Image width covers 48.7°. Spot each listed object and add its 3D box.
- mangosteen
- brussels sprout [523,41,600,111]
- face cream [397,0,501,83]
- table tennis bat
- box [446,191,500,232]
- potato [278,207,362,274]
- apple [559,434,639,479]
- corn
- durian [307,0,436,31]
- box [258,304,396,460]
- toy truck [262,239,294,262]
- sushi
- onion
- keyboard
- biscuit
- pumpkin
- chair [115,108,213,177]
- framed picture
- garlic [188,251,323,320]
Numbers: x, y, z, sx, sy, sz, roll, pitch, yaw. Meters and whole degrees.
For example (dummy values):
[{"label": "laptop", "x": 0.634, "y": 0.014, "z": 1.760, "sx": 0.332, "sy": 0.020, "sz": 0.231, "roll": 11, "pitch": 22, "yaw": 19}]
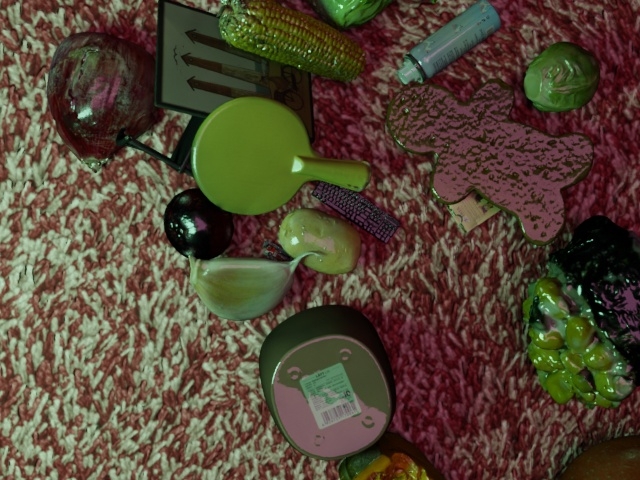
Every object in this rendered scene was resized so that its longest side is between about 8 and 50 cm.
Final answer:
[{"label": "mangosteen", "x": -0.239, "y": -0.036, "z": 1.433, "sx": 0.153, "sy": 0.152, "sz": 0.152, "roll": 0, "pitch": 93, "yaw": -3}, {"label": "brussels sprout", "x": 0.500, "y": -0.337, "z": 1.459, "sx": 0.155, "sy": 0.117, "sz": 0.155, "roll": 0, "pitch": 90, "yaw": -19}, {"label": "face cream", "x": 0.261, "y": -0.404, "z": 1.465, "sx": 0.229, "sy": 0.075, "sz": 0.075, "roll": -36, "pitch": 94, "yaw": -2}, {"label": "table tennis bat", "x": -0.067, "y": -0.152, "z": 1.358, "sx": 0.369, "sy": 0.054, "sz": 0.224, "roll": 6, "pitch": 105, "yaw": -25}, {"label": "box", "x": 0.348, "y": -0.084, "z": 1.511, "sx": 0.149, "sy": 0.020, "sz": 0.073, "roll": -33, "pitch": 94, "yaw": -1}, {"label": "potato", "x": 0.000, "y": 0.000, "z": 1.454, "sx": 0.178, "sy": 0.109, "sz": 0.118, "roll": 26, "pitch": 105, "yaw": -4}, {"label": "apple", "x": 0.652, "y": 0.564, "z": 1.427, "sx": 0.349, "sy": 0.277, "sz": 0.348, "roll": 0, "pitch": 95, "yaw": -5}, {"label": "corn", "x": -0.052, "y": -0.394, "z": 1.384, "sx": 0.318, "sy": 0.115, "sz": 0.115, "roll": 11, "pitch": 92, "yaw": -29}, {"label": "durian", "x": 0.070, "y": -0.555, "z": 1.389, "sx": 0.256, "sy": 0.204, "sz": 0.339, "roll": -44, "pitch": 93, "yaw": 11}, {"label": "box", "x": 0.017, "y": 0.291, "z": 1.417, "sx": 0.301, "sy": 0.216, "sz": 0.300, "roll": 0, "pitch": 95, "yaw": -3}, {"label": "toy truck", "x": -0.088, "y": 0.032, "z": 1.492, "sx": 0.083, "sy": 0.024, "sz": 0.032, "roll": 29, "pitch": 69, "yaw": -6}, {"label": "sushi", "x": 0.527, "y": 0.148, "z": 1.386, "sx": 0.285, "sy": 0.328, "sz": 0.328, "roll": -27, "pitch": 95, "yaw": 9}, {"label": "onion", "x": -0.445, "y": -0.276, "z": 1.416, "sx": 0.227, "sy": 0.120, "sz": 0.283, "roll": 7, "pitch": 92, "yaw": 2}, {"label": "keyboard", "x": 0.076, "y": -0.068, "z": 1.500, "sx": 0.195, "sy": 0.018, "sz": 0.060, "roll": 33, "pitch": 93, "yaw": -3}, {"label": "biscuit", "x": 0.339, "y": -0.190, "z": 1.475, "sx": 0.432, "sy": 0.064, "sz": 0.283, "roll": 26, "pitch": 91, "yaw": 8}, {"label": "pumpkin", "x": 0.159, "y": 0.491, "z": 1.484, "sx": 0.248, "sy": 0.126, "sz": 0.131, "roll": 37, "pitch": 96, "yaw": -21}, {"label": "chair", "x": -0.248, "y": -0.189, "z": 1.381, "sx": 0.260, "sy": 0.154, "sz": 0.141, "roll": 27, "pitch": 90, "yaw": -24}, {"label": "framed picture", "x": -0.159, "y": -0.325, "z": 1.366, "sx": 0.324, "sy": 0.013, "sz": 0.244, "roll": 9, "pitch": 64, "yaw": -29}, {"label": "garlic", "x": -0.126, "y": 0.089, "z": 1.436, "sx": 0.267, "sy": 0.148, "sz": 0.128, "roll": -10, "pitch": 74, "yaw": -8}]
